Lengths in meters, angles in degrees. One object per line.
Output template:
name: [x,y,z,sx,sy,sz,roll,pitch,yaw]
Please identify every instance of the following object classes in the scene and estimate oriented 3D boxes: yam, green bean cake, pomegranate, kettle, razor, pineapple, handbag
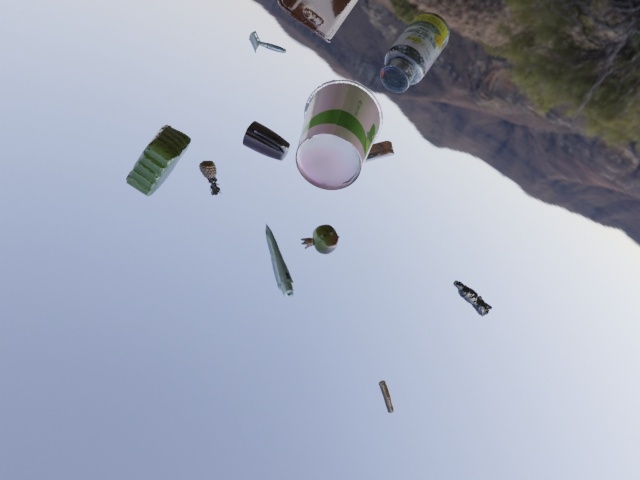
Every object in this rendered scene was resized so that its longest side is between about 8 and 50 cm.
yam: [0.266,0.628,2.083,0.032,0.032,0.145,-64,-41,-66]
green bean cake: [-0.601,-0.306,1.939,0.125,0.222,0.248,36,-151,-14]
pomegranate: [0.004,0.006,2.232,0.129,0.159,0.129,52,-171,-11]
kettle: [-0.271,-0.520,2.710,0.232,0.144,0.202,27,166,5]
razor: [-0.170,-0.647,1.736,0.135,0.040,0.068,1,-122,-44]
pineapple: [-0.365,-0.204,1.730,0.058,0.124,0.058,-4,-143,3]
handbag: [0.257,-0.428,2.521,0.151,0.193,0.072,-24,-78,-78]

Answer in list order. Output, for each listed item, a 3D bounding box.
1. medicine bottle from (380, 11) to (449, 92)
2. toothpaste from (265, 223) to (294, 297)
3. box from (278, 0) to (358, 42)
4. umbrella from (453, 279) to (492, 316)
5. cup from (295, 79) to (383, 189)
medicine bottle: [0.302,-0.606,1.691,0.141,0.141,0.293,34,-117,2]
toothpaste: [-0.133,0.060,1.598,0.048,0.075,0.297,-15,-137,-8]
box: [-0.009,-0.953,1.968,0.239,0.229,0.339,28,-150,-31]
umbrella: [0.669,0.255,2.308,0.235,0.066,0.059,39,177,-24]
cup: [0.045,-0.301,1.525,0.253,0.253,0.274,28,-139,-9]
